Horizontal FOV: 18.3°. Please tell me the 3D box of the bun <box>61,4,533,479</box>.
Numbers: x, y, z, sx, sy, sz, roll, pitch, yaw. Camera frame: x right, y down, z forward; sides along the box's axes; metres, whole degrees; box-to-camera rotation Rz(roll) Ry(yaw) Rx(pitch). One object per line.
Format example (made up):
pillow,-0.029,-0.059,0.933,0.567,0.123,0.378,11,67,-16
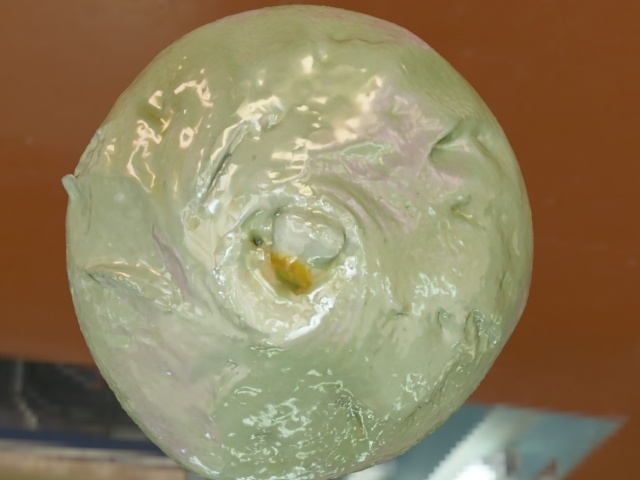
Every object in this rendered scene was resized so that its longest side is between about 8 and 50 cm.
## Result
bun,0.000,0.000,1.111,0.283,0.283,0.179,9,175,-18
